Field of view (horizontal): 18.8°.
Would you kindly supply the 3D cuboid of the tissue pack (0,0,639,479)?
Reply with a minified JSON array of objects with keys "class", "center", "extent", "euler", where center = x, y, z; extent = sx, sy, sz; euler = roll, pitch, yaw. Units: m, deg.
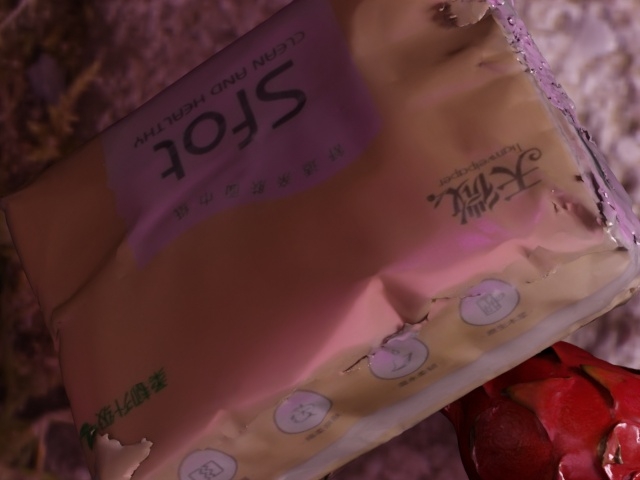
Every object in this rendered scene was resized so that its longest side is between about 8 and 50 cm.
[{"class":"tissue pack","center":[0.000,0.000,0.861],"extent":[0.257,0.123,0.215],"euler":[-32,53,11]}]

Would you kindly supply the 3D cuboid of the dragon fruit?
[{"class":"dragon fruit","center":[0.089,0.080,0.893],"extent":[0.190,0.094,0.094],"euler":[29,99,33]}]
